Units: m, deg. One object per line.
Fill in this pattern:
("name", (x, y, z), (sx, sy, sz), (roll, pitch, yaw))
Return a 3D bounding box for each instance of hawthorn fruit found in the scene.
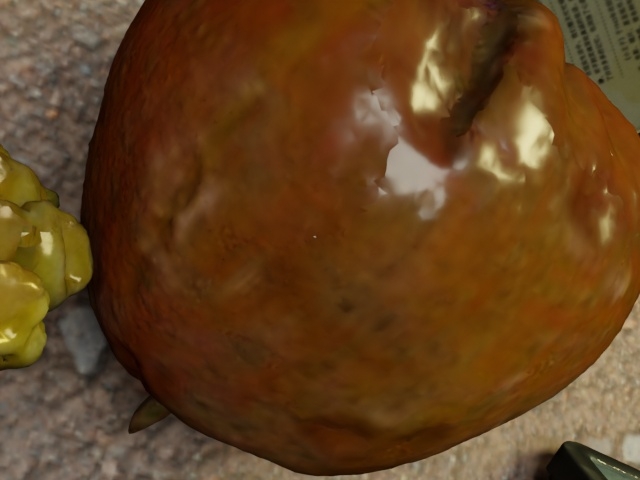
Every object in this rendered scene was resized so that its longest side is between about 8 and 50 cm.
("hawthorn fruit", (0.000, 0.000, 0.499), (0.277, 0.277, 0.298), (41, 100, -12))

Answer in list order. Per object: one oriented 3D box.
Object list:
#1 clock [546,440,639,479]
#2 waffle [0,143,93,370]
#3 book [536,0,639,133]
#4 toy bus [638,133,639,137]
("clock", (0.282, 0.239, 0.574), (0.273, 0.279, 0.049), (26, 100, -16))
("waffle", (-0.239, -0.020, 0.388), (0.329, 0.329, 0.062), (8, 121, -22))
("book", (0.177, -0.155, 0.557), (0.201, 0.289, 0.026), (62, 23, -26))
("toy bus", (0.202, -0.094, 0.677), (0.089, 0.081, 0.195), (-18, 88, -36))
